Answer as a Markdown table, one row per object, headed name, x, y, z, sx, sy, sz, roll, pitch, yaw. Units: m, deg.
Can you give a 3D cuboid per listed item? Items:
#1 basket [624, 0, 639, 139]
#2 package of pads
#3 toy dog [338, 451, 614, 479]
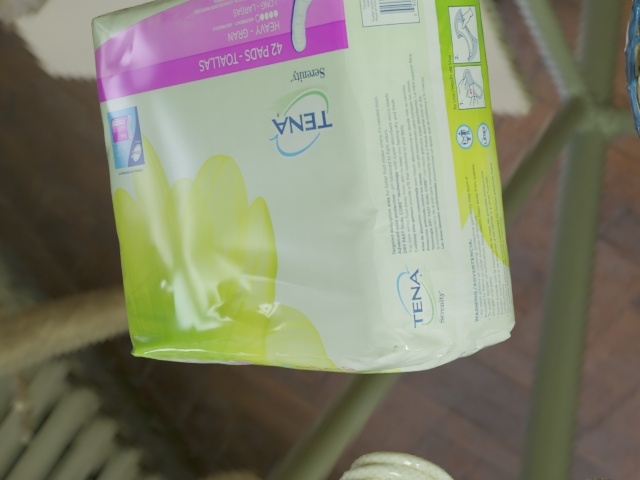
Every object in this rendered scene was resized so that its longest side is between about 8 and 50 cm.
| name | x | y | z | sx | sy | sz | roll | pitch | yaw |
| --- | --- | --- | --- | --- | --- | --- | --- | --- | --- |
| basket | 0.343 | -0.150 | 1.555 | 0.201 | 0.289 | 0.254 | -8 | 126 | 7 |
| package of pads | -0.020 | -0.038 | 1.128 | 0.296 | 0.101 | 0.229 | -6 | 92 | 56 |
| toy dog | 0.114 | 0.283 | 1.235 | 0.220 | 0.161 | 0.333 | 4 | 145 | 11 |
